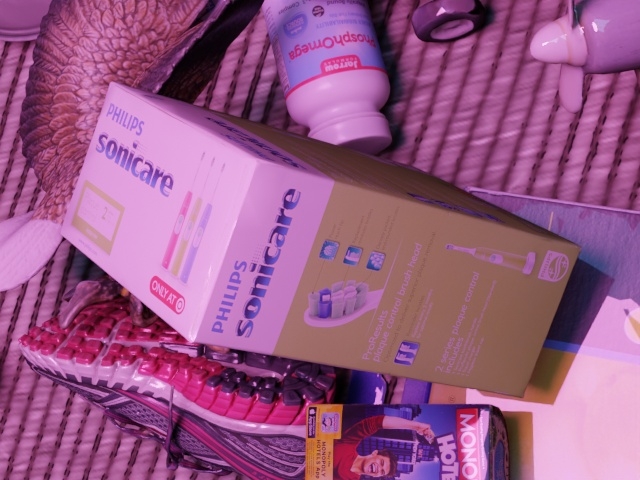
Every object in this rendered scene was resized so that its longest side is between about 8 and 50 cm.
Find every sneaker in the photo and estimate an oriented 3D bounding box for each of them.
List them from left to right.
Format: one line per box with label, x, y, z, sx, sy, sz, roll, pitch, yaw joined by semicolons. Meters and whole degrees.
sneaker;-0.127;0.128;1.105;0.299;0.121;0.112;16;119;30

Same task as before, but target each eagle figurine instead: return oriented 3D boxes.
eagle figurine;-0.148;-0.087;1.085;0.226;0.225;0.298;8;111;13

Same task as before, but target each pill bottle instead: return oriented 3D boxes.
pill bottle;0.007;-0.147;1.101;0.087;0.087;0.160;-19;76;18

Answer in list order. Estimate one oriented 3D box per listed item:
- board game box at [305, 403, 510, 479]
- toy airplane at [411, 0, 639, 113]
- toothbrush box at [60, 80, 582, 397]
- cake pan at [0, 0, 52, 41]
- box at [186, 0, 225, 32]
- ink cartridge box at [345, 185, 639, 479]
board game box;0.086;0.215;0.962;0.194;0.060;0.194;-3;81;26
toy airplane;0.188;-0.295;0.952;0.386;0.272;0.384;29;93;22
toothbrush box;0.000;0.000;0.925;0.206;0.283;0.122;31;103;51
cake pan;-0.261;-0.327;1.225;0.293;0.054;0.293;-8;72;27
box;-0.118;-0.255;1.192;0.145;0.038;0.186;42;99;21
ink cartridge box;0.155;0.117;1.015;0.307;0.072;0.303;9;86;22
